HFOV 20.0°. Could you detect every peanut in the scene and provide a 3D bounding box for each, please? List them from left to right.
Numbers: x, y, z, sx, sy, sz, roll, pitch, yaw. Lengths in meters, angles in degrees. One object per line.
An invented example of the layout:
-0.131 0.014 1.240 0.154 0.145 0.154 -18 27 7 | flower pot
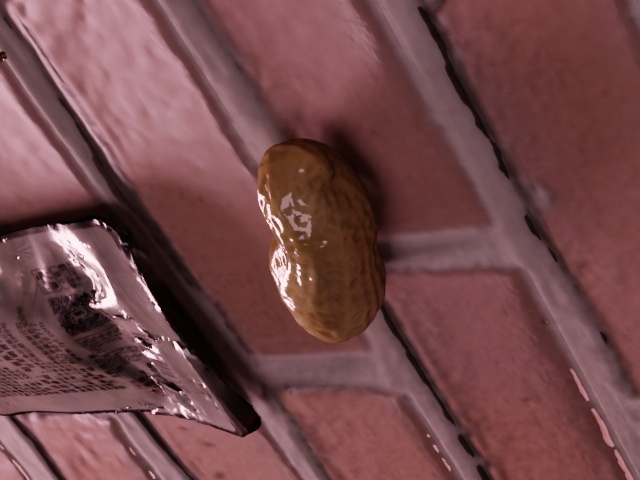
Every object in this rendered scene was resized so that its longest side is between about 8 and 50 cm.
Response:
0.000 0.000 0.797 0.054 0.054 0.113 10 138 22 | peanut

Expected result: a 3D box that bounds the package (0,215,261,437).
-0.157 0.052 0.974 0.239 0.030 0.154 -6 134 37 | package

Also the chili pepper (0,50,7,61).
-0.209 -0.137 0.760 0.191 0.050 0.059 44 158 -9 | chili pepper
